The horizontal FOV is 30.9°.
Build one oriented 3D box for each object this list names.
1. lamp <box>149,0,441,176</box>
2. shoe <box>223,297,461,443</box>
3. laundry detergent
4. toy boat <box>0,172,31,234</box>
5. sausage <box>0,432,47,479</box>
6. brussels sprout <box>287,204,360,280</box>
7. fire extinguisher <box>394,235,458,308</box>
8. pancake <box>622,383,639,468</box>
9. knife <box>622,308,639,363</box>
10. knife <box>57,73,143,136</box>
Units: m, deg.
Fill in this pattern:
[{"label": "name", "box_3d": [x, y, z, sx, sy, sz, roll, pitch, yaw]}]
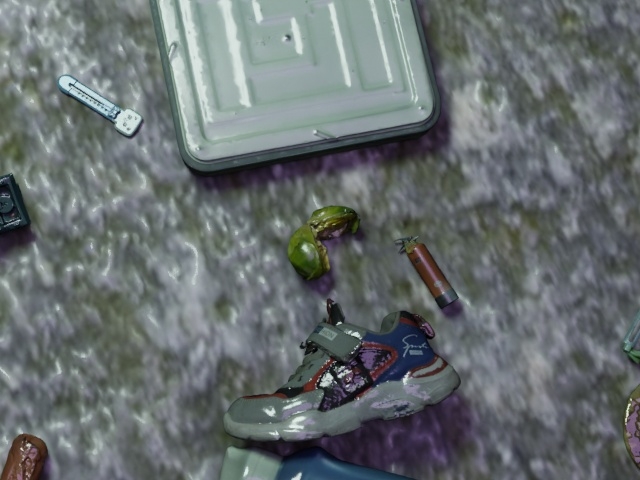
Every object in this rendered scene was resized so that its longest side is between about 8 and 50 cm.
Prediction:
[{"label": "lamp", "box_3d": [-0.032, -0.213, 1.177, 0.267, 0.047, 0.269, -12, 80, -5]}, {"label": "shoe", "box_3d": [0.014, 0.118, 1.086, 0.228, 0.099, 0.125, -13, 88, -12]}, {"label": "laundry detergent", "box_3d": [0.038, 0.274, 1.070, 0.290, 0.094, 0.143, 22, 85, 3]}, {"label": "toy boat", "box_3d": [-0.354, -0.019, 1.111, 0.141, 0.060, 0.055, -18, 105, -3]}, {"label": "sausage", "box_3d": [-0.298, 0.255, 1.072, 0.036, 0.042, 0.158, 34, 78, -36]}, {"label": "brussels sprout", "box_3d": [0.000, -0.001, 1.143, 0.051, 0.046, 0.083, 34, 68, 7]}, {"label": "fire extinguisher", "box_3d": [0.104, 0.029, 1.153, 0.028, 0.022, 0.083, -36, 82, 21]}, {"label": "pancake", "box_3d": [0.353, 0.188, 1.145, 0.115, 0.011, 0.114, 1, 79, -5]}, {"label": "knife", "box_3d": [0.385, 0.122, 1.155, 0.166, 0.022, 0.078, 32, 80, 4]}, {"label": "knife", "box_3d": [-0.224, -0.139, 1.166, 0.096, 0.010, 0.027, 32, 78, 2]}]
